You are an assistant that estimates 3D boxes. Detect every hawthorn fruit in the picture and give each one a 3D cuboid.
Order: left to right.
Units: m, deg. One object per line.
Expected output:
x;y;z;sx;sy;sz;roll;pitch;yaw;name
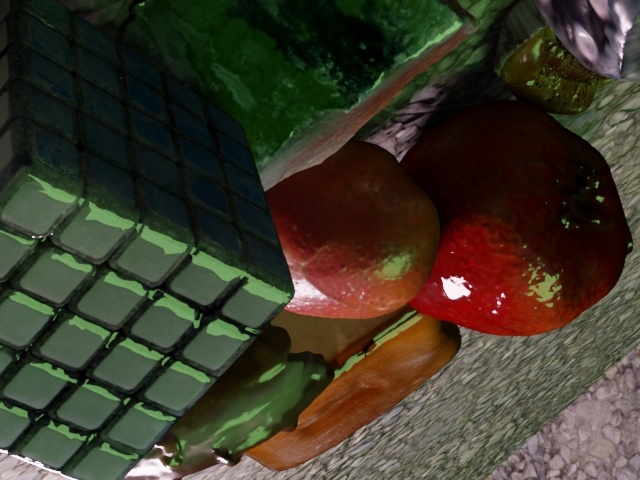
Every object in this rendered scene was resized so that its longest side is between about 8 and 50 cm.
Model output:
0.000;0.000;1.633;0.225;0.196;0.196;-15;153;-28;hawthorn fruit
0.182;-0.018;1.787;0.265;0.265;0.307;-17;-178;-40;hawthorn fruit

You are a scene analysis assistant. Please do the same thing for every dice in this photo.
0.301;-0.273;1.487;0.181;0.183;0.182;-28;158;-13;dice

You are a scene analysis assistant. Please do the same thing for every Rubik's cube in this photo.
-0.191;0.000;1.154;0.237;0.237;0.238;30;115;-32;Rubik's cube

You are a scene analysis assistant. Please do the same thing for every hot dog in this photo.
0.267;-0.203;1.743;0.144;0.075;0.268;-41;160;17;hot dog

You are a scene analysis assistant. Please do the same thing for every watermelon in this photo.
0.002;-0.151;1.329;0.264;0.151;0.302;-41;158;26;watermelon

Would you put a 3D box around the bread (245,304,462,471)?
0.018;0.150;2.050;0.323;0.143;0.333;-34;160;1;bread

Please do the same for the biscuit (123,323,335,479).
-0.158;0.088;1.387;0.268;0.366;0.115;-29;121;-4;biscuit
